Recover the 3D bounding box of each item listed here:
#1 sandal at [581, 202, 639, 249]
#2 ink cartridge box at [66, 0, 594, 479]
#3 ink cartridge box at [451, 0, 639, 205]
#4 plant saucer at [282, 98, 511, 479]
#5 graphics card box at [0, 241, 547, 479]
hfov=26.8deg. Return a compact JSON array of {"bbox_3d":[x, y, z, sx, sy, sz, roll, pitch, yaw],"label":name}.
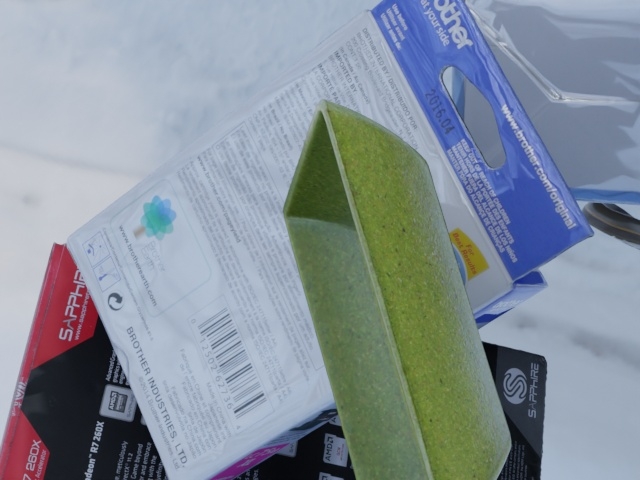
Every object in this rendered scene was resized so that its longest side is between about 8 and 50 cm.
[{"bbox_3d":[0.315,0.002,1.120,0.090,0.219,0.060,23,97,-44],"label":"sandal"},{"bbox_3d":[0.000,0.000,0.795,0.311,0.065,0.186,-35,71,28],"label":"ink cartridge box"},{"bbox_3d":[0.272,-0.126,1.061,0.269,0.395,0.151,5,103,16],"label":"ink cartridge box"},{"bbox_3d":[0.035,0.045,0.629,0.045,0.188,0.188,-14,78,-9],"label":"plant saucer"},{"bbox_3d":[-0.032,0.156,0.938,0.370,0.233,0.094,12,149,-7],"label":"graphics card box"}]
